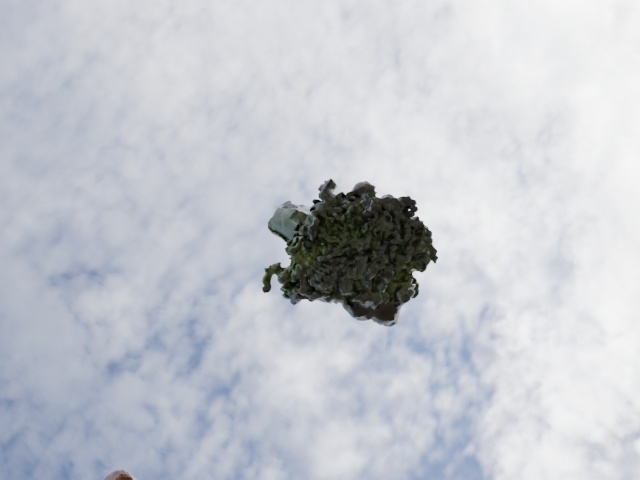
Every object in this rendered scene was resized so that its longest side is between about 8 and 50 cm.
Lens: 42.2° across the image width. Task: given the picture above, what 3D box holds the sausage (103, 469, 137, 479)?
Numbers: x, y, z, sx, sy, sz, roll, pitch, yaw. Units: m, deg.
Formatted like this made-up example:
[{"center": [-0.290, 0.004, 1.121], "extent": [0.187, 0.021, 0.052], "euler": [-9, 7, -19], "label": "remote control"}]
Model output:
[{"center": [-0.301, 0.437, 1.168], "extent": [0.078, 0.304, 0.078], "euler": [-3, -65, -6], "label": "sausage"}]

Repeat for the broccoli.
[{"center": [0.006, -0.005, 0.970], "extent": [0.165, 0.304, 0.146], "euler": [14, -86, -22], "label": "broccoli"}]
